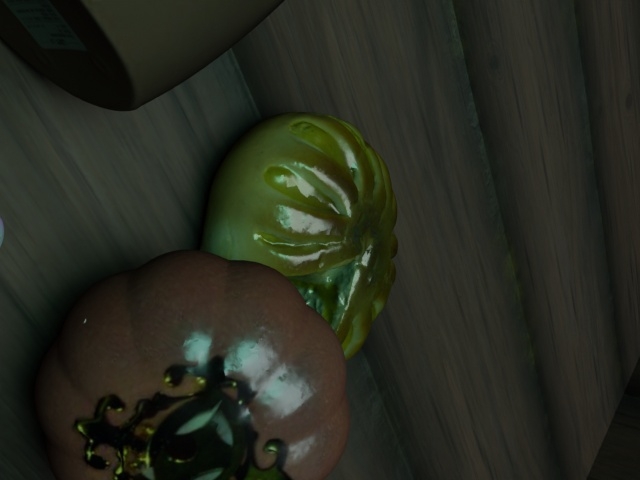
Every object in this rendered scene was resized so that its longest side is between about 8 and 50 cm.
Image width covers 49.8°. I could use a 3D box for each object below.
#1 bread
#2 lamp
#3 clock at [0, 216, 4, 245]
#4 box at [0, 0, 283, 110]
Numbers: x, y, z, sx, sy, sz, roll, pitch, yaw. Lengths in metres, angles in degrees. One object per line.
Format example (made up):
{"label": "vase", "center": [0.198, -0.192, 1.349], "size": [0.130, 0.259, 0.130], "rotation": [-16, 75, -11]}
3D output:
{"label": "bread", "center": [0.000, 0.000, 0.873], "size": [0.333, 0.160, 0.333], "rotation": [-14, 108, -50]}
{"label": "lamp", "center": [-0.121, 0.151, 0.694], "size": [0.239, 0.305, 0.305], "rotation": [-105, -166, -71]}
{"label": "clock", "center": [-0.371, 0.023, 0.491], "size": [0.248, 0.090, 0.227], "rotation": [-58, 136, -27]}
{"label": "box", "center": [-0.170, -0.261, 0.538], "size": [0.216, 0.301, 0.301], "rotation": [-51, 133, -21]}
